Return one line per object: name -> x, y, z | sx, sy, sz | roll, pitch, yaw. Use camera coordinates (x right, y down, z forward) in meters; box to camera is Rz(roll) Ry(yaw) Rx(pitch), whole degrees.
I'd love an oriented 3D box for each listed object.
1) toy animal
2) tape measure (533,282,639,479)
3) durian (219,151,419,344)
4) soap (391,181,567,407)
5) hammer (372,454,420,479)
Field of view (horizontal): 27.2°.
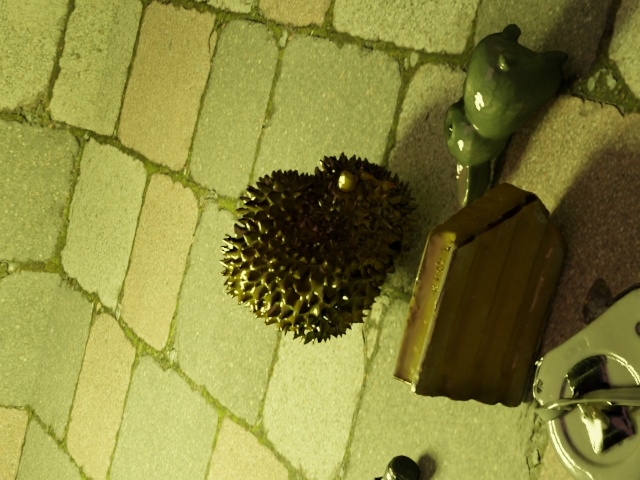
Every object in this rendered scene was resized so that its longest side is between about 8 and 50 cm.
toy animal -> 0.201, -0.155, 1.644 | 0.108, 0.138, 0.236 | 43, 121, 16
tape measure -> 0.319, 0.168, 1.362 | 0.236, 0.120, 0.197 | -44, 54, 43
durian -> 0.005, 0.002, 1.824 | 0.293, 0.258, 0.258 | -50, 39, 14
soap -> 0.194, 0.060, 1.560 | 0.080, 0.160, 0.257 | 28, 105, 60
hammer -> 0.134, 0.479, 1.661 | 0.152, 0.044, 0.426 | -59, 37, 34
